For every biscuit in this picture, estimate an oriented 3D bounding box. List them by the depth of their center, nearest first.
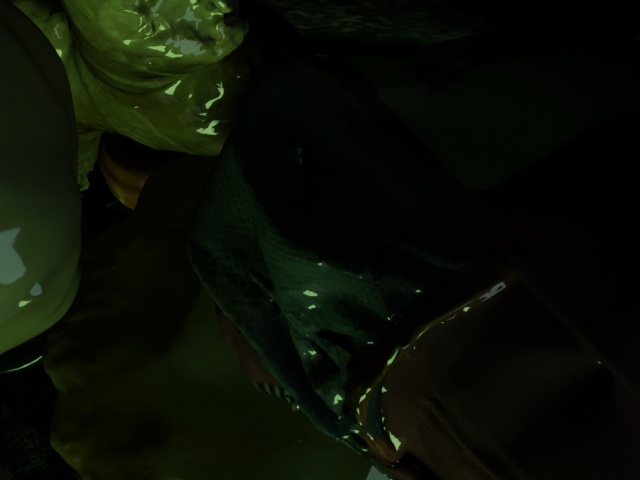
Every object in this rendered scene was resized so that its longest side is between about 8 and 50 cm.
[{"bbox_3d":[0.024,0.080,0.683,0.335,0.329,0.078,48,173,-11],"label":"biscuit"}]

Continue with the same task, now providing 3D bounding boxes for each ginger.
[{"bbox_3d":[-0.089,-0.077,0.557,0.147,0.081,0.333,9,173,-29],"label":"ginger"}]

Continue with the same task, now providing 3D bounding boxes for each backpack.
[{"bbox_3d":[0.134,0.049,0.492,0.283,0.197,0.317,-20,-124,-42],"label":"backpack"}]

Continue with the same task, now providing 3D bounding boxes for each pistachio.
[{"bbox_3d":[-0.177,-0.044,0.437,0.223,0.152,0.126,46,164,-17],"label":"pistachio"}]

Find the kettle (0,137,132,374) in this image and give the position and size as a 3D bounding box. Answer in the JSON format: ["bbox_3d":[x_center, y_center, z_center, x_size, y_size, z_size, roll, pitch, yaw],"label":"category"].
[{"bbox_3d":[-0.200,-0.015,1.046,0.268,0.207,0.290,-28,173,18],"label":"kettle"}]

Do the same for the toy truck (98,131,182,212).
[{"bbox_3d":[-0.025,0.022,0.838,0.211,0.288,0.204,-20,145,-19],"label":"toy truck"}]
